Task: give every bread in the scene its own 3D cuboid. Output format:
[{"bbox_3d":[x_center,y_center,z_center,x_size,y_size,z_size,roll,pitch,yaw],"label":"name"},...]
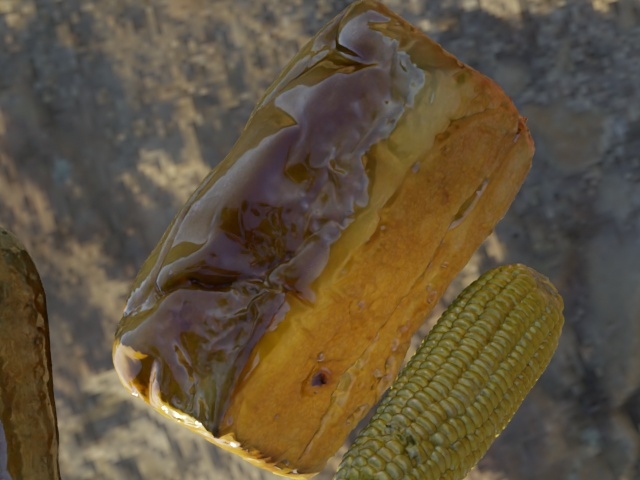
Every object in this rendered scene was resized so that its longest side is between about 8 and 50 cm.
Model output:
[{"bbox_3d":[0.000,0.000,1.154,0.132,0.167,0.294,28,85,46],"label":"bread"}]

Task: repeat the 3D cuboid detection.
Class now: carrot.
[{"bbox_3d":[-0.145,0.139,0.886,0.078,0.078,0.298,-14,90,55],"label":"carrot"}]

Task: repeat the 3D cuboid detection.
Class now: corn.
[{"bbox_3d":[0.074,0.085,1.010,0.067,0.206,0.067,22,137,22],"label":"corn"}]
